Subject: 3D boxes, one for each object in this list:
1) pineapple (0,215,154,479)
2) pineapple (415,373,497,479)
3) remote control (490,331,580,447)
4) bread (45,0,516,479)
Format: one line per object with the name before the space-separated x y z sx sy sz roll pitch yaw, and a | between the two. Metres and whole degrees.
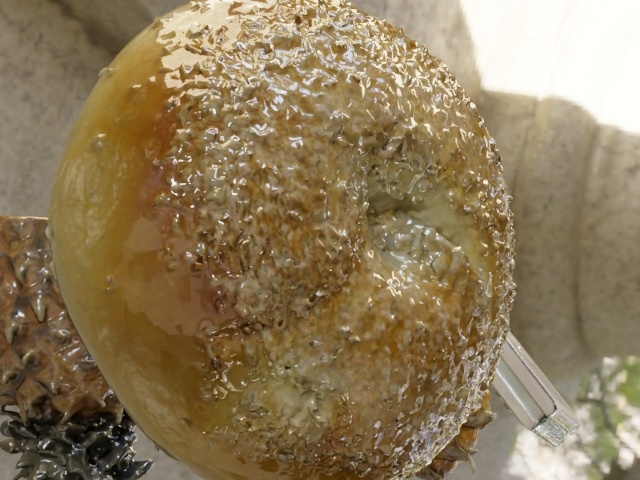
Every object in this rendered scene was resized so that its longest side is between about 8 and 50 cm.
pineapple | -0.185 0.117 0.901 0.158 0.158 0.278 5 84 -62
pineapple | 0.096 0.135 1.041 0.069 0.116 0.137 3 106 -19
remote control | 0.212 0.132 1.524 0.055 0.277 0.103 -41 146 8
bread | 0.000 0.000 0.694 0.305 0.159 0.305 8 78 -39
